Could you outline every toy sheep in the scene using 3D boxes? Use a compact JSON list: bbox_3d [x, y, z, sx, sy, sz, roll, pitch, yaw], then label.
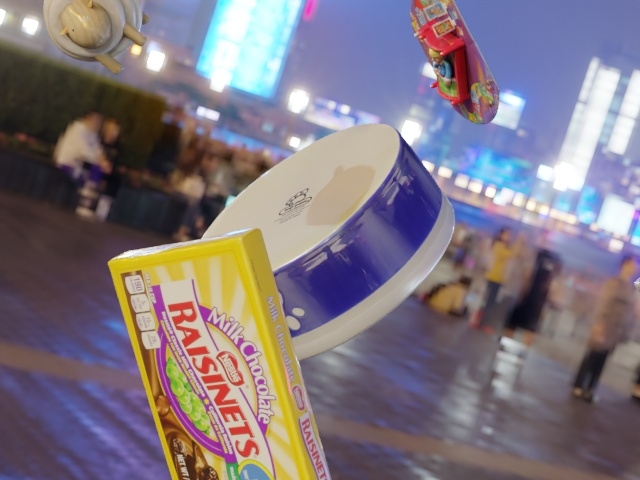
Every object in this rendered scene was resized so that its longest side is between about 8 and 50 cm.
[{"bbox_3d":[-0.191,-0.193,1.285,0.091,0.091,0.132,17,19,-13],"label":"toy sheep"}]

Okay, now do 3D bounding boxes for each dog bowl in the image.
[{"bbox_3d":[0.000,0.000,1.555,0.104,0.265,0.265,54,-11,-22],"label":"dog bowl"}]

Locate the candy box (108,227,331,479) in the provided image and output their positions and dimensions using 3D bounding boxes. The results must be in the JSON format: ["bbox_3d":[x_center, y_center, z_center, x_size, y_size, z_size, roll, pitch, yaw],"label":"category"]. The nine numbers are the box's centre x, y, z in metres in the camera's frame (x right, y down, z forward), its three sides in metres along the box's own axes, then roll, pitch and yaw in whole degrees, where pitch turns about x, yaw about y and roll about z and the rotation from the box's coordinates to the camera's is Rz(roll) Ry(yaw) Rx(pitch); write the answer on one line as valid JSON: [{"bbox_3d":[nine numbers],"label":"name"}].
[{"bbox_3d":[-0.056,0.099,0.919,0.105,0.206,0.027,-11,10,31],"label":"candy box"}]

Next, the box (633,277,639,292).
[{"bbox_3d":[0.481,0.003,1.825,0.036,0.207,0.114,52,-5,-5],"label":"box"}]

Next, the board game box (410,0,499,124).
[{"bbox_3d":[0.133,-0.197,1.667,0.033,0.169,0.133,-27,1,-17],"label":"board game box"}]
